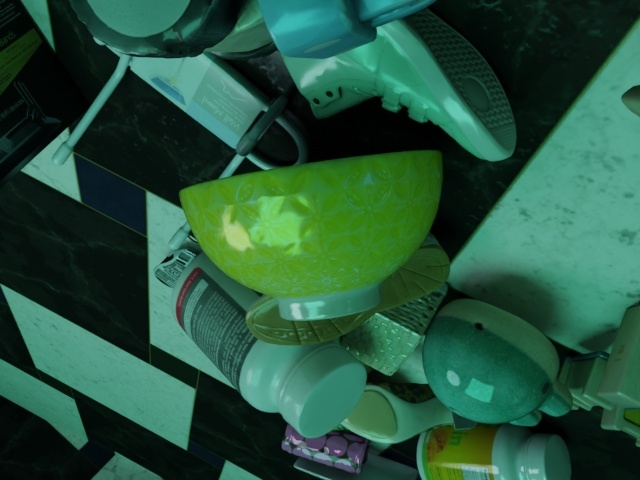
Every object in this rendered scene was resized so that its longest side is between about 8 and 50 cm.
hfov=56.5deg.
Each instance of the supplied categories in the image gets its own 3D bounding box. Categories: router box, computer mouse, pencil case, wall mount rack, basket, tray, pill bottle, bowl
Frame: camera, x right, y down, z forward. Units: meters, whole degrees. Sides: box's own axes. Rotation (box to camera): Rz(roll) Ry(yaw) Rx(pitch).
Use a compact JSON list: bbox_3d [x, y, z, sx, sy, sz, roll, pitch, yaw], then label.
[{"bbox_3d":[-0.487,-0.188,0.778,0.080,0.309,0.243,4,136,30],"label":"router box"},{"bbox_3d":[-0.247,0.037,1.112,0.106,0.042,0.193,42,137,-24],"label":"computer mouse"},{"bbox_3d":[0.016,0.483,1.421,0.209,0.095,0.098,13,-179,21],"label":"pencil case"},{"bbox_3d":[-0.204,-0.149,0.783,0.350,0.130,0.304,38,143,-10],"label":"wall mount rack"},{"bbox_3d":[0.105,0.120,0.913,0.113,0.103,0.167,27,145,5],"label":"basket"},{"bbox_3d":[0.085,0.551,1.413,0.270,0.145,0.030,11,106,24],"label":"tray"},{"bbox_3d":[0.310,0.396,1.074,0.245,0.136,0.136,-14,125,44],"label":"pill bottle"},{"bbox_3d":[-0.082,0.150,0.923,0.318,0.176,0.176,36,153,39],"label":"pill bottle"},{"bbox_3d":[0.000,0.000,0.661,0.289,0.289,0.156,-6,95,39],"label":"bowl"}]

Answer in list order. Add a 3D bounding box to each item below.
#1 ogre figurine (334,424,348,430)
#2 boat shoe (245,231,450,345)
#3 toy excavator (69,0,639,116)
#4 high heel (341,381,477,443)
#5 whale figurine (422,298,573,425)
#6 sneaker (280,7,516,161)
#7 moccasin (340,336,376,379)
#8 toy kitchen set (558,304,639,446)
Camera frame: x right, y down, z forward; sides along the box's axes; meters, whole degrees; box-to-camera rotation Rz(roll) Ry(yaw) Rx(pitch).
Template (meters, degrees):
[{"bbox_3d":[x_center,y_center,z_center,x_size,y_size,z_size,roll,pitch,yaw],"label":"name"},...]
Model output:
[{"bbox_3d":[-0.017,0.342,1.272,0.197,0.097,0.118,35,134,-26],"label":"ogre figurine"},{"bbox_3d":[0.032,0.057,0.805,0.276,0.096,0.098,-19,122,4],"label":"boat shoe"},{"bbox_3d":[0.069,-0.235,0.407,0.444,0.222,0.433,-17,101,18],"label":"toy excavator"},{"bbox_3d":[0.142,0.278,1.011,0.261,0.093,0.186,-1,176,17],"label":"high heel"},{"bbox_3d":[0.234,0.201,0.829,0.216,0.141,0.272,23,155,37],"label":"whale figurine"},{"bbox_3d":[0.074,-0.155,0.613,0.256,0.094,0.151,45,137,-4],"label":"sneaker"},{"bbox_3d":[-0.054,0.192,1.097,0.380,0.139,0.147,3,146,45],"label":"moccasin"},{"bbox_3d":[0.433,0.190,0.792,0.166,0.122,0.207,27,164,4],"label":"toy kitchen set"}]
